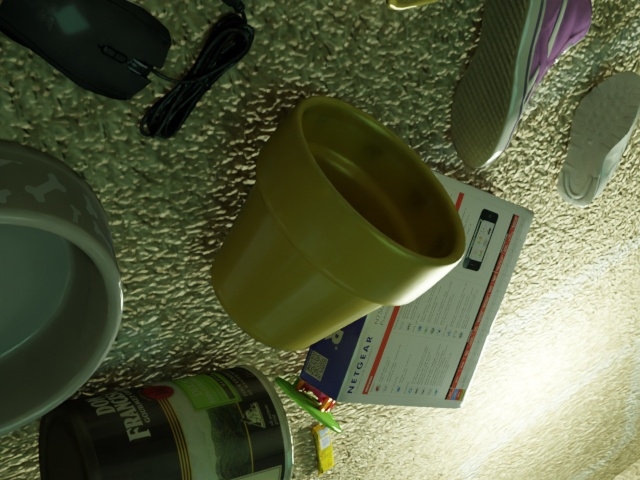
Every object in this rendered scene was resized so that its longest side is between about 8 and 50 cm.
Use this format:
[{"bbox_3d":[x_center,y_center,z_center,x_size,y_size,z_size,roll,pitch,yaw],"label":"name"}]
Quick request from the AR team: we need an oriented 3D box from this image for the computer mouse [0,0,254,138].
[{"bbox_3d":[-0.169,-0.207,0.760,0.184,0.060,0.262,-46,140,6],"label":"computer mouse"}]

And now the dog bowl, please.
[{"bbox_3d":[-0.363,0.071,0.820,0.348,0.102,0.349,-23,137,-23],"label":"dog bowl"}]

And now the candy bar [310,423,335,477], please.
[{"bbox_3d":[0.006,0.378,1.453,0.040,0.018,0.162,-28,138,-21],"label":"candy bar"}]

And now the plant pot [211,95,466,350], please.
[{"bbox_3d":[0.000,0.000,0.955,0.254,0.254,0.239,13,132,-45],"label":"plant pot"}]

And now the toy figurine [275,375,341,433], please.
[{"bbox_3d":[0.033,0.199,1.261,0.159,0.130,0.173,-51,162,-4],"label":"toy figurine"}]

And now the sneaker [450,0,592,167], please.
[{"bbox_3d":[0.280,-0.228,1.074,0.161,0.102,0.282,-12,132,-35],"label":"sneaker"}]

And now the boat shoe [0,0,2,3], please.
[{"bbox_3d":[-0.380,-0.120,0.643,0.341,0.122,0.110,-40,176,2],"label":"boat shoe"}]

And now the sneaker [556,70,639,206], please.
[{"bbox_3d":[0.457,-0.168,1.294,0.094,0.090,0.235,-23,142,-40],"label":"sneaker"}]

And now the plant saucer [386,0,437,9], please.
[{"bbox_3d":[0.214,-0.418,0.809,0.332,0.081,0.333,-23,152,-29],"label":"plant saucer"}]

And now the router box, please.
[{"bbox_3d":[0.151,0.073,1.173,0.301,0.082,0.336,16,96,-45],"label":"router box"}]

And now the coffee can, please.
[{"bbox_3d":[-0.204,0.286,1.061,0.275,0.201,0.202,-6,128,-36],"label":"coffee can"}]
